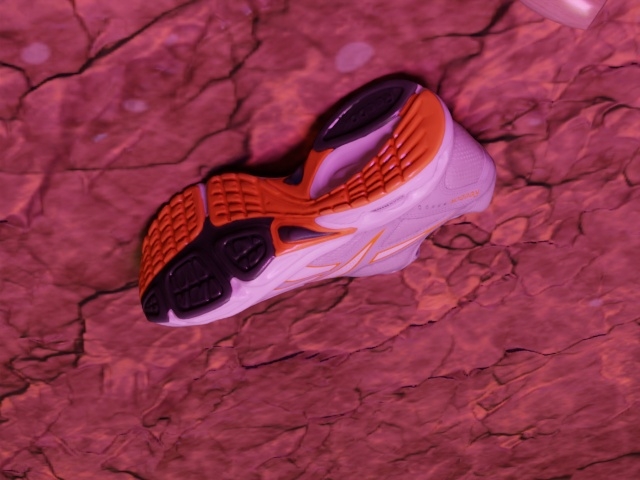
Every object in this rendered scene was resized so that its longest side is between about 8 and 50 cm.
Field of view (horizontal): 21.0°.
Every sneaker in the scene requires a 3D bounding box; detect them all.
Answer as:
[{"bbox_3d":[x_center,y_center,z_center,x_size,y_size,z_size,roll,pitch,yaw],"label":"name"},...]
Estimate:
[{"bbox_3d":[0.000,0.000,1.125,0.262,0.099,0.121,-26,146,28],"label":"sneaker"}]

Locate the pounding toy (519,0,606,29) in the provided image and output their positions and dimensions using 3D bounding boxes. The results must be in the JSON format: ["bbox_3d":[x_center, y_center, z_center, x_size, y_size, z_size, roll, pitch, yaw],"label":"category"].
[{"bbox_3d":[0.105,-0.236,0.817,0.154,0.155,0.269,24,134,6],"label":"pounding toy"}]
